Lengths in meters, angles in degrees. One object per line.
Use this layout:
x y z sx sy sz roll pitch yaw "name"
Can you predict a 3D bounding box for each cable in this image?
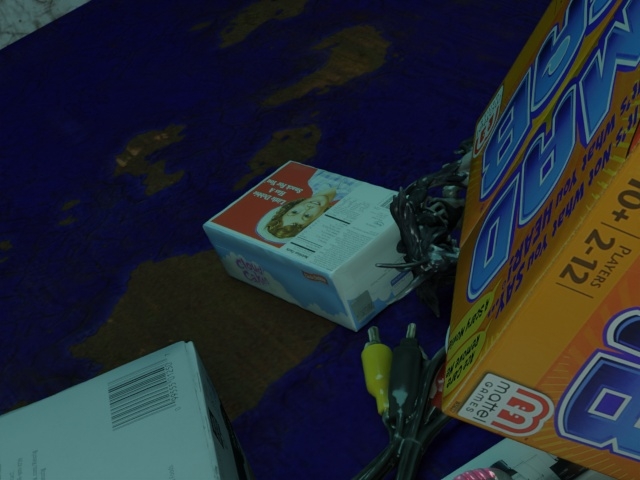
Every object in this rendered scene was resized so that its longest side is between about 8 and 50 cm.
0.092 0.191 1.332 0.139 0.072 0.287 4 49 11 "cable"

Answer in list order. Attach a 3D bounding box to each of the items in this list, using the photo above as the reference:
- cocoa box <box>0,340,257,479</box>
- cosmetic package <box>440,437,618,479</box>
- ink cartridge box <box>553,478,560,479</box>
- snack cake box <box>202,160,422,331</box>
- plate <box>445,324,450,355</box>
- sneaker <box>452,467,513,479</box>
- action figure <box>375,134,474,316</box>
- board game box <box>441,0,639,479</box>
-0.150 0.296 1.125 0.231 0.228 0.347 -23 30 0 "cocoa box"
0.158 0.233 1.185 0.239 0.060 0.099 -31 30 -13 "cosmetic package"
0.155 0.301 1.051 0.208 0.087 0.153 -33 31 -14 "ink cartridge box"
0.000 0.000 1.636 0.152 0.089 0.264 -39 33 -22 "snack cake box"
0.205 0.068 1.323 0.188 0.024 0.188 -33 25 17 "plate"
0.106 0.227 1.116 0.119 0.057 0.047 -31 72 -10 "sneaker"
0.169 -0.026 1.499 0.141 0.164 0.276 -5 29 37 "action figure"
0.338 -0.042 1.030 0.356 0.356 0.356 22 42 -7 "board game box"
